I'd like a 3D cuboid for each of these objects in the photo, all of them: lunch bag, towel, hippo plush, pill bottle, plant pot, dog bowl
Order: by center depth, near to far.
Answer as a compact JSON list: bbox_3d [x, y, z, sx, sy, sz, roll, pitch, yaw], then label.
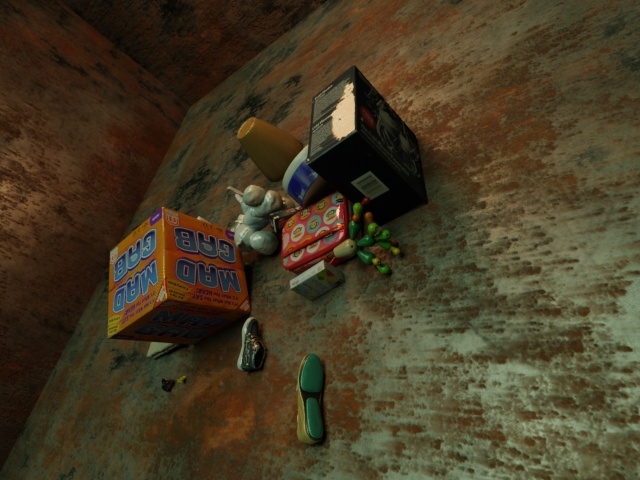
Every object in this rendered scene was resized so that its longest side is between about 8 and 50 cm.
[{"bbox_3d":[0.000,0.000,1.333,0.293,0.120,0.258,-27,47,32],"label":"lunch bag"},{"bbox_3d":[-0.001,-0.236,1.397,0.265,0.265,0.104,-46,77,10],"label":"dog bowl"},{"bbox_3d":[-0.256,-0.070,1.546,0.294,0.234,0.237,14,80,7],"label":"hippo plush"},{"bbox_3d":[-0.668,0.405,1.767,0.282,0.049,0.187,-30,43,39],"label":"towel"},{"bbox_3d":[-0.361,-0.041,1.787,0.078,0.078,0.137,-2,59,47],"label":"pill bottle"},{"bbox_3d":[-0.251,-0.437,1.846,0.237,0.254,0.237,-28,44,31],"label":"plant pot"}]

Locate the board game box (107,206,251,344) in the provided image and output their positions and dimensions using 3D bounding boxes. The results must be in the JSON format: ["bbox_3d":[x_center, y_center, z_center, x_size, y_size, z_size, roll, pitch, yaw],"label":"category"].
[{"bbox_3d":[-0.536,0.155,1.517,0.356,0.356,0.356,-31,58,27],"label":"board game box"}]

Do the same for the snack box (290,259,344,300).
[{"bbox_3d":[-0.010,0.127,1.243,0.141,0.100,0.037,-32,42,25],"label":"snack box"}]

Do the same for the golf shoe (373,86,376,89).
[{"bbox_3d":[0.131,-0.502,1.602,0.140,0.115,0.306,2,64,45],"label":"golf shoe"}]

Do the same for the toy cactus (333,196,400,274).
[{"bbox_3d":[0.121,0.000,1.150,0.180,0.219,0.112,-23,8,30],"label":"toy cactus"}]

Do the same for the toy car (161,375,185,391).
[{"bbox_3d":[-0.573,0.563,1.576,0.122,0.060,0.040,-8,9,25],"label":"toy car"}]

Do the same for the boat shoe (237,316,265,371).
[{"bbox_3d":[-0.217,0.342,1.332,0.083,0.065,0.183,-18,55,35],"label":"boat shoe"}]

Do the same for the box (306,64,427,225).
[{"bbox_3d":[0.141,-0.277,1.204,0.179,0.343,0.312,-28,44,33],"label":"box"}]

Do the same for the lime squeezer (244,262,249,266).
[{"bbox_3d":[-0.430,0.187,1.696,0.310,0.059,0.110,-50,36,3],"label":"lime squeezer"}]

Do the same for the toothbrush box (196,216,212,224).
[{"bbox_3d":[-0.644,0.061,1.977,0.295,0.126,0.216,-38,39,17],"label":"toothbrush box"}]

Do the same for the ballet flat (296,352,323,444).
[{"bbox_3d":[-0.038,0.416,1.061,0.073,0.080,0.232,-44,33,38],"label":"ballet flat"}]

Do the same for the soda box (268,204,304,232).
[{"bbox_3d":[-0.102,-0.086,1.478,0.169,0.060,0.053,-19,32,-22],"label":"soda box"}]
